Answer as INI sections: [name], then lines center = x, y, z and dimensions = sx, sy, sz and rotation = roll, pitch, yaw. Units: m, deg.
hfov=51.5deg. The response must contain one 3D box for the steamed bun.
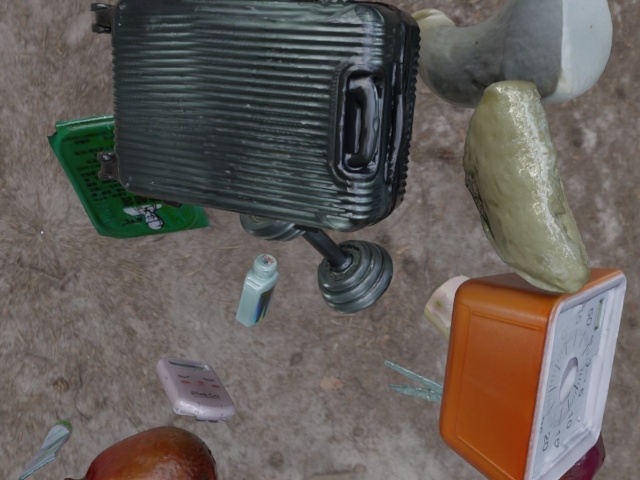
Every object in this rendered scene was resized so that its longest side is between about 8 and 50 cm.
[steamed bun]
center = 0.221, -0.062, 0.753
dimensions = 0.110, 0.212, 0.231
rotation = -15, 97, 19

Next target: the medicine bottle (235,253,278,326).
[medicine bottle]
center = -0.183, 0.143, 1.971
dimensions = 0.083, 0.229, 0.121
rotation = 33, 41, 16

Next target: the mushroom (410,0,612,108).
[mushroom]
center = 0.235, -0.274, 0.956
dimensions = 0.126, 0.397, 0.178
rotation = -18, 102, -20

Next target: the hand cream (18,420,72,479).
[hand cream]
center = -0.619, 0.476, 1.520
dimensions = 0.050, 0.275, 0.079
rotation = 32, 85, -9

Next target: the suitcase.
[suitcase]
center = -0.064, -0.127, 0.620
dimensions = 0.128, 0.312, 0.202
rotation = -29, 125, -60

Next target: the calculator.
[calculator]
center = -0.198, 0.232, 1.042
dimensions = 0.100, 0.175, 0.032
rotation = 16, 100, -30

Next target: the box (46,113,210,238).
[box]
center = -0.406, -0.160, 1.456
dimensions = 0.264, 0.106, 0.337
rotation = -6, 137, 4

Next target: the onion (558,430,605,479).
[onion]
center = 0.375, 0.349, 1.056
dimensions = 0.195, 0.139, 0.218
rotation = 41, 41, -41

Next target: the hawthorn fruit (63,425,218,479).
[hawthorn fruit]
center = -0.364, 0.557, 1.424
dimensions = 0.311, 0.295, 0.295
rotation = -22, 99, -1

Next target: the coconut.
[coconut]
center = 0.326, 0.160, 1.579
dimensions = 0.147, 0.153, 0.147
rotation = -26, 143, -21

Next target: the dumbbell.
[dumbbell]
center = 0.000, 0.000, 1.341
dimensions = 0.406, 0.179, 0.179
rotation = 45, 74, -37

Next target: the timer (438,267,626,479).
[timer]
center = 0.294, 0.166, 0.859
dimensions = 0.249, 0.161, 0.258
rotation = -3, 104, -34

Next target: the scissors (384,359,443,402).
[scissors]
center = 0.324, 0.365, 1.523
dimensions = 0.029, 0.383, 0.256
rotation = -55, 152, -37
